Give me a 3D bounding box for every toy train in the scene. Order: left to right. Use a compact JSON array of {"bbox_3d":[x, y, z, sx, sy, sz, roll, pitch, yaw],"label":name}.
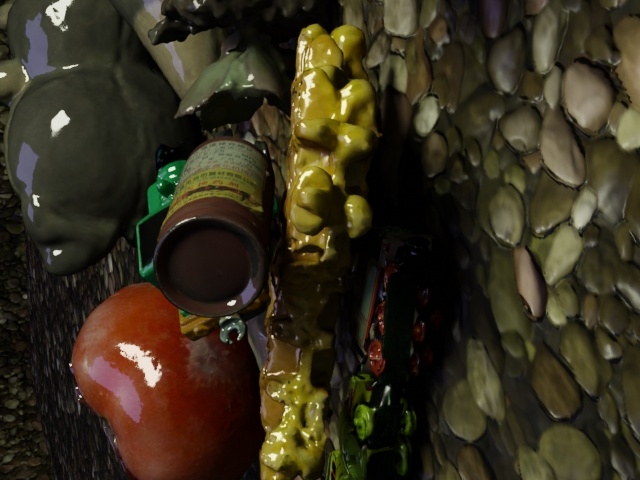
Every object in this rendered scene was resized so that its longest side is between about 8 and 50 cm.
[{"bbox_3d":[-0.103,-0.011,0.861,0.091,0.136,0.227,-28,51,18],"label":"toy train"},{"bbox_3d":[0.045,0.102,0.698,0.085,0.053,0.249,-121,33,-55],"label":"toy train"}]

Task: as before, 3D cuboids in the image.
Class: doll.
[{"bbox_3d":[-0.227,-0.155,1.026,0.378,0.252,0.382,-36,70,64],"label":"doll"}]

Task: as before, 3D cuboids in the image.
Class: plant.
[{"bbox_3d":[-0.061,-0.189,0.768,0.131,0.142,0.203,0,85,59],"label":"plant"}]

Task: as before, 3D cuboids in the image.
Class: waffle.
[{"bbox_3d":[0.000,0.000,0.683,0.259,0.069,0.292,-89,8,-51],"label":"waffle"}]

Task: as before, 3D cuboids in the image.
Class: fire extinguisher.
[{"bbox_3d":[-0.074,-0.018,0.726,0.252,0.075,0.106,-94,11,-66],"label":"fire extinguisher"}]

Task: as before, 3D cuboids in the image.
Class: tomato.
[{"bbox_3d":[-0.121,0.130,0.944,0.228,0.199,0.112,55,137,1],"label":"tomato"}]

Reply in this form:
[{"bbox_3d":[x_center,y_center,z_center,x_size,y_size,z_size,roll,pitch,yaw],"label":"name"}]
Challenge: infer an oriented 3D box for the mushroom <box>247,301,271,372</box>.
[{"bbox_3d":[-0.050,0.087,0.921,0.202,0.054,0.059,67,151,23],"label":"mushroom"}]
